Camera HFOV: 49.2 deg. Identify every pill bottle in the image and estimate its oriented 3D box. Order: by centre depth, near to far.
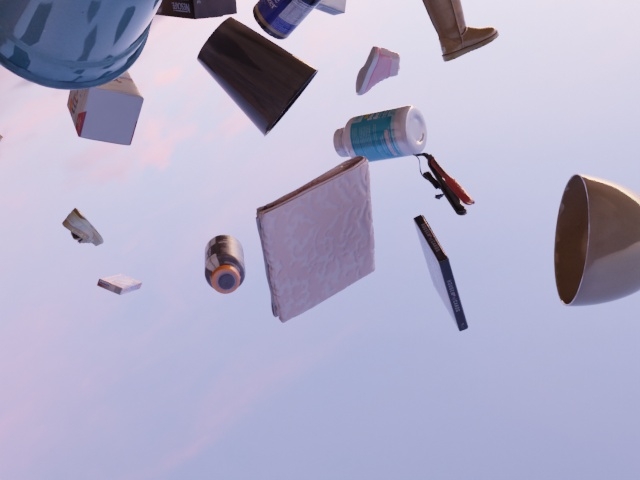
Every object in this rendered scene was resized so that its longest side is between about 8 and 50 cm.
[{"bbox_3d":[-0.069,-0.643,1.833,0.219,0.123,0.122,-39,-154,35],"label":"pill bottle"},{"bbox_3d":[0.169,-0.308,2.064,0.264,0.146,0.146,-5,-137,36],"label":"pill bottle"},{"bbox_3d":[-0.306,0.081,2.230,0.131,0.130,0.245,-32,-158,4],"label":"pill bottle"}]

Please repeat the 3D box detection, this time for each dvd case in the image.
[{"bbox_3d":[0.286,0.077,1.658,0.030,0.238,0.179,-23,-142,2],"label":"dvd case"}]

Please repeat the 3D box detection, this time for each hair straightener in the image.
[{"bbox_3d":[0.316,-0.148,1.876,0.047,0.089,0.230,-16,-124,-38],"label":"hair straightener"}]

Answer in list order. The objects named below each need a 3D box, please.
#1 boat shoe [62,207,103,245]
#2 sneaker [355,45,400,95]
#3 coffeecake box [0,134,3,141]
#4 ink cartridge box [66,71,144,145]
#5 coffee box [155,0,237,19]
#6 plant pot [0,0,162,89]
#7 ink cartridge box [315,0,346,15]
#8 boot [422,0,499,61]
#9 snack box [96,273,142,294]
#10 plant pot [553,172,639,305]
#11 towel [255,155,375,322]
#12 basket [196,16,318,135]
[{"bbox_3d":[-0.469,-0.019,1.373,0.045,0.135,0.050,-41,-111,-13],"label":"boat shoe"},{"bbox_3d":[0.117,-0.332,1.394,0.134,0.070,0.050,123,-32,-60],"label":"sneaker"},{"bbox_3d":[-0.696,-0.126,1.312,0.185,0.068,0.142,-44,-170,36],"label":"coffeecake box"},{"bbox_3d":[-0.510,-0.326,1.645,0.176,0.127,0.128,53,-52,47],"label":"ink cartridge box"},{"bbox_3d":[-0.276,-0.524,1.401,0.098,0.141,0.247,-19,-151,-33],"label":"coffee box"},{"bbox_3d":[-0.385,-0.451,1.120,0.341,0.341,0.334,-51,-159,-24],"label":"plant pot"},{"bbox_3d":[-0.033,-0.803,2.008,0.060,0.275,0.238,9,-87,51],"label":"ink cartridge box"},{"bbox_3d":[0.466,-0.764,2.329,0.236,0.269,0.089,-29,-157,-17],"label":"boot"},{"bbox_3d":[-0.512,0.112,1.787,0.178,0.064,0.022,-63,174,-89],"label":"snack box"},{"bbox_3d":[0.623,0.006,1.476,0.191,0.284,0.284,5,-138,5],"label":"plant pot"},{"bbox_3d":[0.000,0.000,1.655,0.317,0.331,0.053,-28,-139,-27],"label":"towel"},{"bbox_3d":[-0.152,-0.384,1.583,0.204,0.227,0.154,-46,-173,31],"label":"basket"}]
